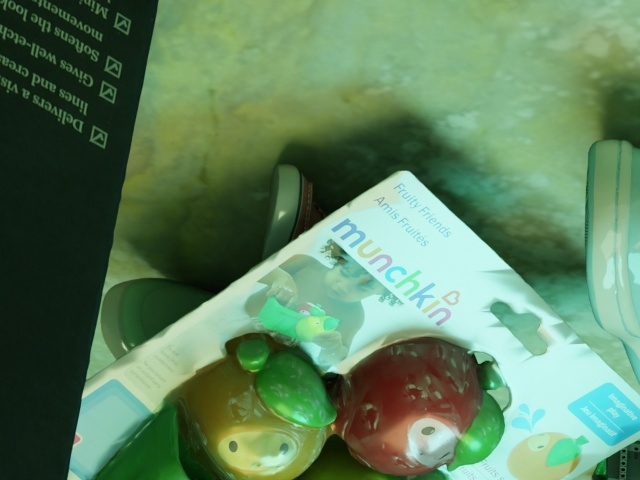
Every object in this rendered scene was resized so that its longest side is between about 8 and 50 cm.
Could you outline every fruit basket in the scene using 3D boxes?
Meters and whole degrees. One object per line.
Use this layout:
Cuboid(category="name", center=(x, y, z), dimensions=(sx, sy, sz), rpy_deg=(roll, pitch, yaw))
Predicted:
Cuboid(category="fruit basket", center=(0.020, 0.144, 1.293), dimensions=(0.353, 0.165, 0.327), rpy_deg=(-31, 127, 24))

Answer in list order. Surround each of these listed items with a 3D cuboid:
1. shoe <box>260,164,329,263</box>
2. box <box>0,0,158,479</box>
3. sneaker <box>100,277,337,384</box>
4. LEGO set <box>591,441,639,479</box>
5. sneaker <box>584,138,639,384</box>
Cuboid(category="shoe", center=(0.000, 0.000, 1.295), dimensions=(0.081, 0.063, 0.178), rpy_deg=(7, 156, -2))
Cuboid(category="box", center=(-0.289, -0.012, 0.997), dimensions=(0.293, 0.395, 0.212), rpy_deg=(29, 144, -33))
Cuboid(category="sneaker", center=(-0.034, 0.074, 1.398), dimensions=(0.256, 0.094, 0.151), rpy_deg=(23, 148, -35))
Cuboid(category="LEGO set", center=(0.335, 0.326, 1.653), dimensions=(0.255, 0.192, 0.331), rpy_deg=(11, 151, -6))
Cuboid(category="sneaker", center=(0.293, 0.018, 1.194), dimensions=(0.208, 0.127, 0.319), rpy_deg=(-3, 159, 21))
